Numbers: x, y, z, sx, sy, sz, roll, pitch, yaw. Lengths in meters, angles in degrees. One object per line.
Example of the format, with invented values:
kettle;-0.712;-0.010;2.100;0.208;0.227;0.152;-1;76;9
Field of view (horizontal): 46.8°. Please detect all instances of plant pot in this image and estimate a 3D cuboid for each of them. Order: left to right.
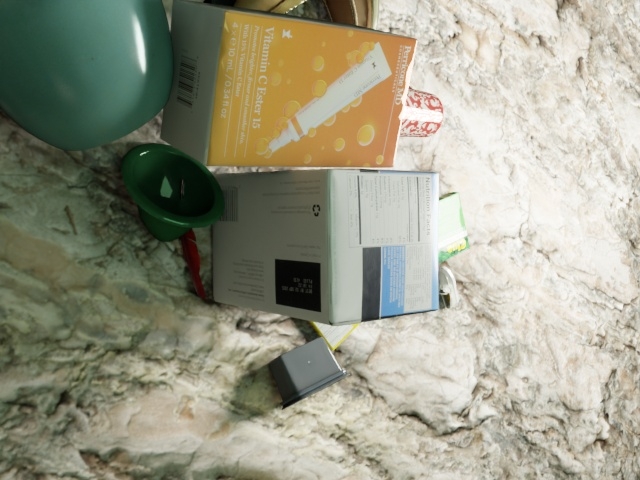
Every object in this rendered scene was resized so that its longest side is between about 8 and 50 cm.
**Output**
plant pot;-0.338;-0.268;1.014;0.293;0.293;0.235;-42;130;-27

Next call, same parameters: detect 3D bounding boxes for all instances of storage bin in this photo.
storage bin;-0.029;0.246;1.390;0.135;0.098;0.091;-19;76;-34

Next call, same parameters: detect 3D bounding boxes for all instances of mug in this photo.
mug;0.159;-0.276;1.479;0.169;0.113;0.150;-1;95;-40

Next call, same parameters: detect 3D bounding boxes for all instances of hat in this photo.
hat;-0.268;-0.026;1.230;0.173;0.183;0.209;-8;56;-43

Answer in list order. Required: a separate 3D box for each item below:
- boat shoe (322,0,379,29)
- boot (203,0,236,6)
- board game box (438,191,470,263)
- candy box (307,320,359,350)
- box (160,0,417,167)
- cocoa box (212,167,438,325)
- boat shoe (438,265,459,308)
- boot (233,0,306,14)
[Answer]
boat shoe;0.017;-0.509;1.362;0.119;0.122;0.324;-13;92;-30
boot;-0.151;-0.369;1.281;0.099;0.045;0.121;-1;87;-39
board game box;0.215;-0.004;1.586;0.259;0.030;0.136;-22;103;-34
candy box;0.063;0.111;1.465;0.206;0.027;0.105;-42;113;-18
box;-0.048;-0.235;1.144;0.345;0.168;0.215;-4;112;-35
cocoa box;0.000;0.000;1.228;0.227;0.347;0.232;-3;94;-37
boat shoe;0.277;0.106;1.636;0.035;0.035;0.100;-34;118;-33
boot;-0.149;-0.482;1.224;0.270;0.089;0.236;58;42;-16
